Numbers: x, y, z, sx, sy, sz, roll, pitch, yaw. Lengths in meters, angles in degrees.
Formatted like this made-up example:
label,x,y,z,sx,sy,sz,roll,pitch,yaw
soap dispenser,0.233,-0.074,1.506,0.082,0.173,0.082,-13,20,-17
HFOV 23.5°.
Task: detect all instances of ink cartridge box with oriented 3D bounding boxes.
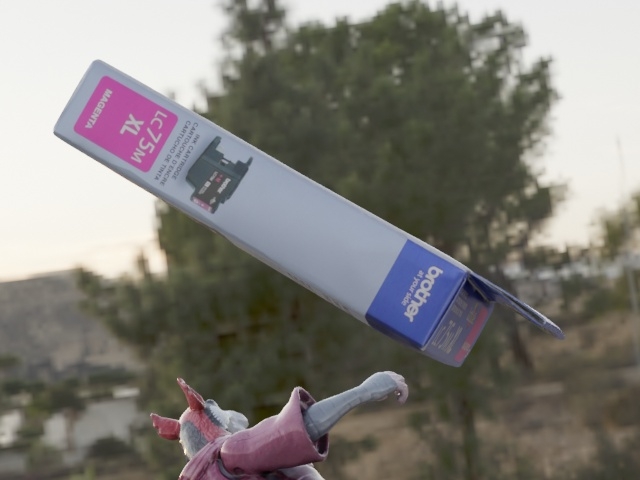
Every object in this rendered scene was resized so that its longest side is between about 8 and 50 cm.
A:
label,x,y,z,sx,sy,sz,roll,pitch,yaw
ink cartridge box,0.000,0.000,0.957,0.311,0.065,0.186,28,-1,13

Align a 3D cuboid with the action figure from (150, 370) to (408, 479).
label,x,y,z,sx,sy,sz,roll,pitch,yaw
action figure,-0.018,0.263,1.329,0.276,0.370,0.248,-43,-23,-36
